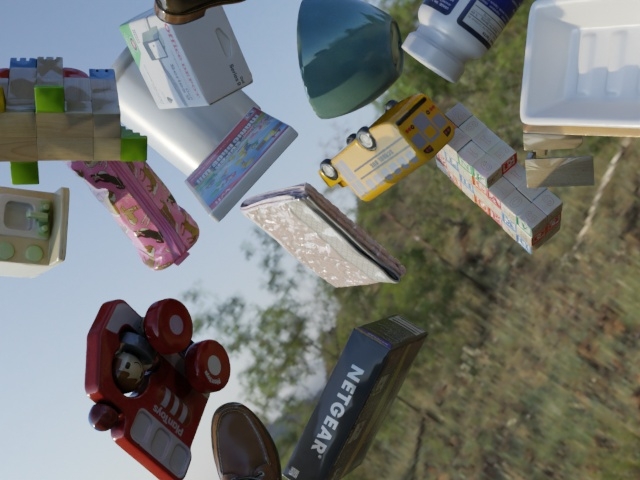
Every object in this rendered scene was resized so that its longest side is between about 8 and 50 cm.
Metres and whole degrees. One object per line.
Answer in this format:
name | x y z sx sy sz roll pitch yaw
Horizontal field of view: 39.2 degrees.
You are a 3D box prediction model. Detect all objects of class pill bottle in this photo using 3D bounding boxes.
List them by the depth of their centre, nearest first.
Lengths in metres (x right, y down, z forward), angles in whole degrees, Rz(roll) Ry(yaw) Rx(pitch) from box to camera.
pill bottle | 0.275 -0.432 1.655 0.265 0.153 0.153 -54 -2 9

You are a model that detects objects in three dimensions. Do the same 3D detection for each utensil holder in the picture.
utensil holder | -0.419 -0.407 2.697 0.328 0.385 0.327 -49 0 -1

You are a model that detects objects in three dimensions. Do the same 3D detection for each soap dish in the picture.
soap dish | 0.454 -0.275 1.393 0.290 0.118 0.229 12 99 53

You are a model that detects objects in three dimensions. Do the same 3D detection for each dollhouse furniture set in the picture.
dollhouse furniture set | 0.464 -0.197 1.722 0.151 0.123 0.144 -50 -45 -58

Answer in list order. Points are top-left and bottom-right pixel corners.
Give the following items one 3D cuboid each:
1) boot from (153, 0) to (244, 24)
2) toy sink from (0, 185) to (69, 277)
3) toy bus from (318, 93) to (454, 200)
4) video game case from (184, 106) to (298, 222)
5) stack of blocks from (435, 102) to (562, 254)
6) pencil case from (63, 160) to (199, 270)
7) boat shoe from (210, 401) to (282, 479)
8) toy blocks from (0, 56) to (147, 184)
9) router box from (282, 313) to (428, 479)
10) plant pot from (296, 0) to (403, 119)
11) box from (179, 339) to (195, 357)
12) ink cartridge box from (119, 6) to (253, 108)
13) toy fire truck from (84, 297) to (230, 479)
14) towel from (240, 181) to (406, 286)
boot | -0.132 -0.384 1.240 0.219 0.082 0.106 -39 -10 -25
toy sink | -0.605 -0.019 1.803 0.234 0.131 0.153 -17 70 56
toy bus | 0.121 -0.177 1.796 0.108 0.130 0.332 -45 5 -28
video game case | -0.151 -0.146 1.624 0.204 0.025 0.285 -48 23 -1
stack of blocks | 0.360 -0.128 1.851 0.087 0.297 0.171 -40 -26 -6
pencil case | -0.406 -0.110 1.908 0.160 0.386 0.167 -15 40 20
boat shoe | -0.108 0.416 1.494 0.110 0.307 0.104 -18 -10 -6
toy blocks | -0.522 -0.251 1.659 0.261 0.381 0.191 -112 25 -52
router box | 0.070 0.298 1.666 0.309 0.081 0.243 -64 -19 11
plant pot | 0.084 -0.437 2.087 0.290 0.195 0.290 -5 -90 -72
box | -0.256 0.233 1.780 0.067 0.083 0.018 -44 6 42
ink cartridge box | -0.291 -0.401 1.916 0.121 0.211 0.289 -33 21 -24
toy fire truck | -0.312 0.263 1.624 0.169 0.302 0.254 -15 40 29
towel | 0.000 0.000 2.093 0.053 0.332 0.317 -57 22 -20
